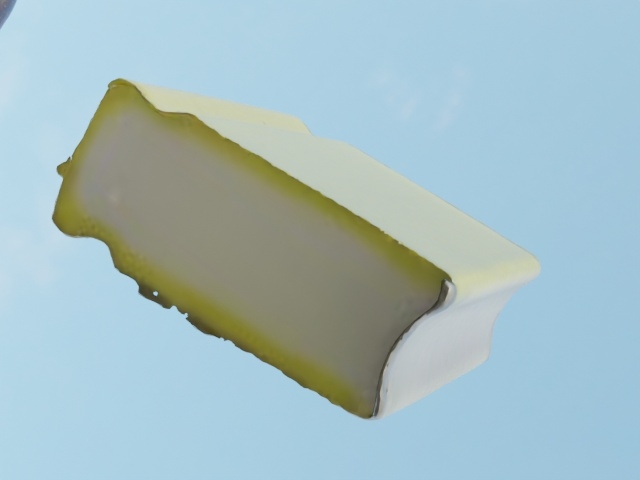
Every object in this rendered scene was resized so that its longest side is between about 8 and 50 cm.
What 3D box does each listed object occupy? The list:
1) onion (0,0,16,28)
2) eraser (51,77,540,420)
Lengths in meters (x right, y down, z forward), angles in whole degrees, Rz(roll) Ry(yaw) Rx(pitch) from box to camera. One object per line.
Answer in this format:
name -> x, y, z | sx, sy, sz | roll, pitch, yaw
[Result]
onion -> -0.245, -0.164, 0.774 | 0.159, 0.159, 0.195 | -66, -156, -3
eraser -> 0.000, 0.000, 0.598 | 0.158, 0.226, 0.069 | 30, -81, 14
